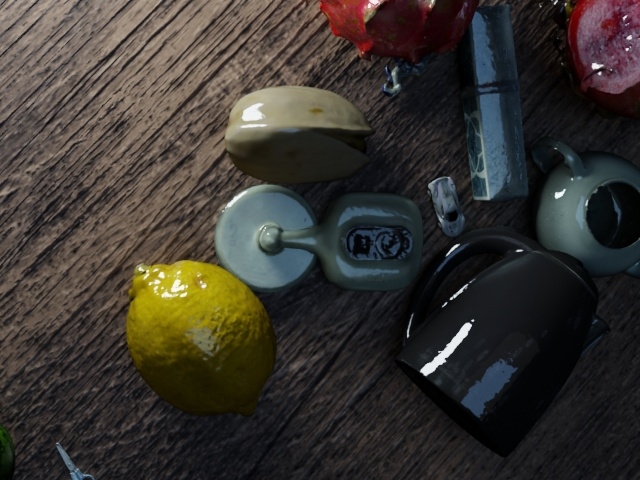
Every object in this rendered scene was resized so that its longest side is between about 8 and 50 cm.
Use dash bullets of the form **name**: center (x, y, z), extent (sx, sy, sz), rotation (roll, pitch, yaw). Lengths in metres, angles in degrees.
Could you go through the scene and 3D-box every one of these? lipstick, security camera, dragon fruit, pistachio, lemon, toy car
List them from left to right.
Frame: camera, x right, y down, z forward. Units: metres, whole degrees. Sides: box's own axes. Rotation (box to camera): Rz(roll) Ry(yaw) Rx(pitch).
- **lemon**: center (-0.161, 0.131, 1.333), extent (0.188, 0.188, 0.256), rotation (-37, 104, -10)
- **pistachio**: center (-0.025, -0.145, 1.386), extent (0.238, 0.153, 0.137), rotation (0, 102, -40)
- **security camera**: center (0.000, 0.000, 1.428), extent (0.302, 0.080, 0.157), rotation (1, 92, -11)
- **dragon fruit**: center (0.089, -0.353, 1.370), extent (0.268, 0.205, 0.210), rotation (26, 85, -12)
- **toy car**: center (0.192, -0.050, 1.497), extent (0.041, 0.025, 0.093), rotation (-21, 96, -11)
- **lipstick**: center (0.255, -0.200, 1.481), extent (0.076, 0.077, 0.289), rotation (-9, 95, -14)
- **dragon fruit**: center (0.494, -0.292, 1.461), extent (0.291, 0.269, 0.250), rotation (-12, 86, -48)

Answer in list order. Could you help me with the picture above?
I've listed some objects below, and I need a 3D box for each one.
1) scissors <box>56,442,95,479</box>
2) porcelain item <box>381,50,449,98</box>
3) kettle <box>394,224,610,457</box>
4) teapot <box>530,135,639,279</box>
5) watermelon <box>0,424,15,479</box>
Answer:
- **scissors**: center (-0.347, 0.317, 1.384), extent (0.036, 0.006, 0.083), rotation (-31, 99, -9)
- **porcelain item**: center (0.131, -0.279, 1.478), extent (0.136, 0.021, 0.075), rotation (-41, 96, -10)
- **kettle**: center (0.254, 0.117, 1.438), extent (0.268, 0.207, 0.290), rotation (39, 83, 23)
- **teapot**: center (0.419, -0.040, 1.500), extent (0.193, 0.129, 0.294), rotation (-42, 101, -10)
- **watermelon**: center (-0.474, 0.315, 1.287), extent (0.141, 0.141, 0.187), rotation (18, 91, -14)
